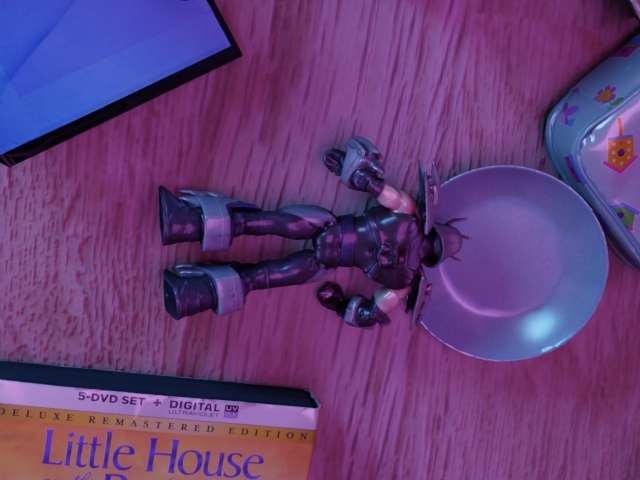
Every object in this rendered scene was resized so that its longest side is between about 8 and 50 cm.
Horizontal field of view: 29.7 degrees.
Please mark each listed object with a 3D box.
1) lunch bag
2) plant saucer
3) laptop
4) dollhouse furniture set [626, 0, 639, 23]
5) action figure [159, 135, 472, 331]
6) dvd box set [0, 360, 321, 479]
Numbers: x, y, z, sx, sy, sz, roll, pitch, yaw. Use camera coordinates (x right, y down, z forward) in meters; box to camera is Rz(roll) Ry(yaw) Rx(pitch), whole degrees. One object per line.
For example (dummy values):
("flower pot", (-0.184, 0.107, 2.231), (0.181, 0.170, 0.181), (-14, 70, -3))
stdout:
("lunch bag", (0.363, -0.097, 1.140), (0.279, 0.108, 0.224), (-39, 112, 0))
("plant saucer", (0.173, 0.019, 1.144), (0.195, 0.037, 0.195), (2, 108, 6))
("laptop", (-0.202, -0.232, 0.938), (0.234, 0.136, 0.264), (-30, 146, -21))
("dollhouse furniture set", (0.333, -0.298, 1.062), (0.182, 0.101, 0.161), (-28, 107, 16))
("action figure", (0.000, 0.000, 1.085), (0.285, 0.099, 0.185), (-2, 104, -10))
("dvd box set", (-0.182, 0.332, 1.141), (0.308, 0.062, 0.420), (8, 101, -14))
